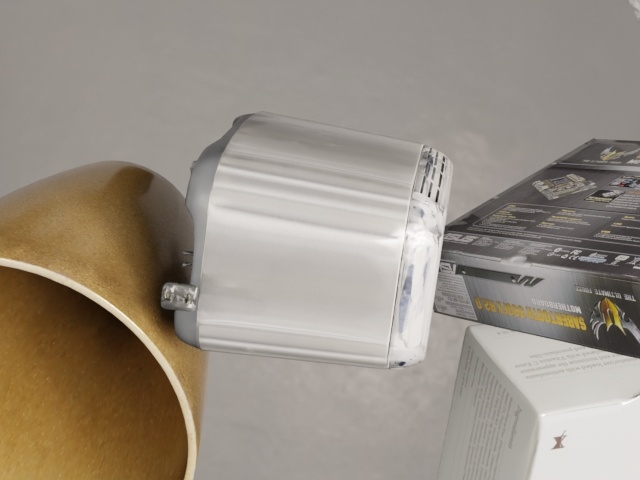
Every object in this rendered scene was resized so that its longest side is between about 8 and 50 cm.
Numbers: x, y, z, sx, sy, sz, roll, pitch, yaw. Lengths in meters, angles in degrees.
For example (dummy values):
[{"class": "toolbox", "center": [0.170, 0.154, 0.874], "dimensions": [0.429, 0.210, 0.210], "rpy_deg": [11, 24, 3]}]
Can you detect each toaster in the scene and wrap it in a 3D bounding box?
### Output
[{"class": "toaster", "center": [0.000, 0.000, 0.848], "dimensions": [0.227, 0.146, 0.129], "rpy_deg": [-63, 160, -74]}]

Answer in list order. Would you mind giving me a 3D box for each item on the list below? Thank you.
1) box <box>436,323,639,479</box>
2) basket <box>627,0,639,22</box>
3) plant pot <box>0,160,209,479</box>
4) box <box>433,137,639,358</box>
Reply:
[{"class": "box", "center": [0.200, 0.157, 1.074], "dimensions": [0.119, 0.180, 0.182], "rpy_deg": [-127, -143, -52]}, {"class": "basket", "center": [0.572, -0.326, 1.649], "dimensions": [0.328, 0.331, 0.266], "rpy_deg": [-36, -173, -24]}, {"class": "plant pot", "center": [-0.170, 0.050, 0.970], "dimensions": [0.254, 0.237, 0.237], "rpy_deg": [-72, 176, -58]}, {"class": "box", "center": [0.197, -0.002, 0.908], "dimensions": [0.231, 0.183, 0.056], "rpy_deg": [9, -57, 58]}]
